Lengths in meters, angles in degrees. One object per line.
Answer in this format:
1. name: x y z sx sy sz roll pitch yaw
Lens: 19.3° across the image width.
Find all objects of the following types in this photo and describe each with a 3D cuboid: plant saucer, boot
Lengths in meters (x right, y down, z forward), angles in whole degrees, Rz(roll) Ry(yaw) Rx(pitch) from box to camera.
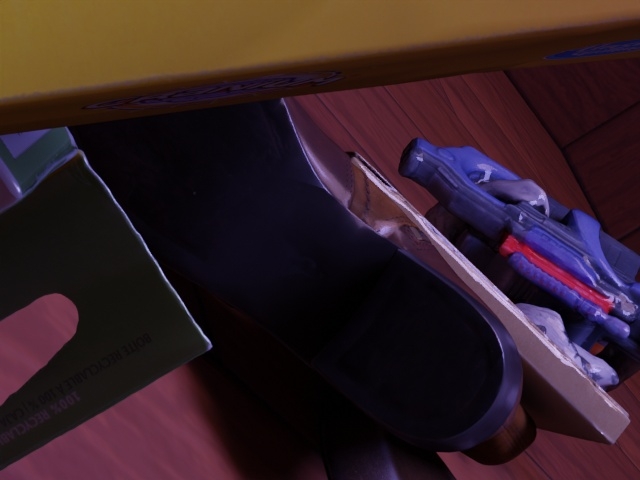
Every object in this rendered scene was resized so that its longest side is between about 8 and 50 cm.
1. plant saucer: 0.057 0.151 0.928 0.168 0.029 0.168 55 13 -19
2. boot: 0.000 0.000 0.892 0.264 0.096 0.280 36 -1 11

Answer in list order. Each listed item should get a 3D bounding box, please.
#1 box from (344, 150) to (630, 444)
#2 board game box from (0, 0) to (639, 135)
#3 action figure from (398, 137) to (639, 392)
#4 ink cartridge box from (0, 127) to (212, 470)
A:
1. box: 0.056 0.029 0.996 0.201 0.021 0.164 43 -12 -14
2. board game box: -0.066 -0.138 0.344 0.064 0.316 0.242 -12 -91 65
3. action figure: 0.180 0.081 1.286 0.341 0.178 0.330 35 12 12
4. ink cartridge box: -0.127 -0.028 0.402 0.209 0.109 0.062 57 12 -10
